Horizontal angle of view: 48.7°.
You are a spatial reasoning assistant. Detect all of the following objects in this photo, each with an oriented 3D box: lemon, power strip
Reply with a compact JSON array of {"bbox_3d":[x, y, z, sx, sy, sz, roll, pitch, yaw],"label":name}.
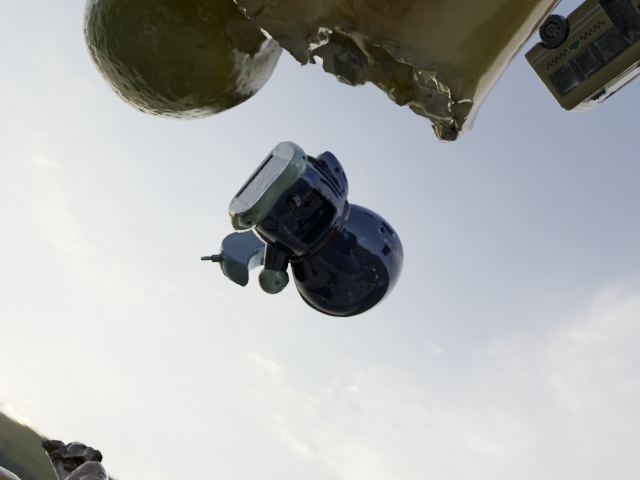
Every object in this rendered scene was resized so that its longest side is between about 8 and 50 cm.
[{"bbox_3d":[-0.137,-0.206,0.687,0.248,0.184,0.184,4,-46,47],"label":"lemon"},{"bbox_3d":[-0.127,0.030,1.468,0.167,0.253,0.054,30,-59,43],"label":"power strip"}]

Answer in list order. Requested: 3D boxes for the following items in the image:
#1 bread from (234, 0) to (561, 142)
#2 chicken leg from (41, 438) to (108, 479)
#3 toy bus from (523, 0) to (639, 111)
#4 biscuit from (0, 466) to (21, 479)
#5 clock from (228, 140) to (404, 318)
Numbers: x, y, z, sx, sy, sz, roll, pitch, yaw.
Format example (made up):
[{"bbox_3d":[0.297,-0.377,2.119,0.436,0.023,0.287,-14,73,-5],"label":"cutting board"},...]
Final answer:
[{"bbox_3d":[0.067,-0.321,0.500,0.361,0.250,0.394,38,-77,-6],"label":"bread"},{"bbox_3d":[-0.271,0.404,0.850,0.409,0.182,0.295,40,-23,56],"label":"chicken leg"},{"bbox_3d":[0.610,-0.427,1.412,0.365,0.177,0.202,-40,-110,41],"label":"toy bus"},{"bbox_3d":[-0.183,0.249,0.498,0.164,0.047,0.208,15,-52,26],"label":"biscuit"},{"bbox_3d":[0.000,0.000,0.937,0.243,0.199,0.146,43,-9,-22],"label":"clock"}]
